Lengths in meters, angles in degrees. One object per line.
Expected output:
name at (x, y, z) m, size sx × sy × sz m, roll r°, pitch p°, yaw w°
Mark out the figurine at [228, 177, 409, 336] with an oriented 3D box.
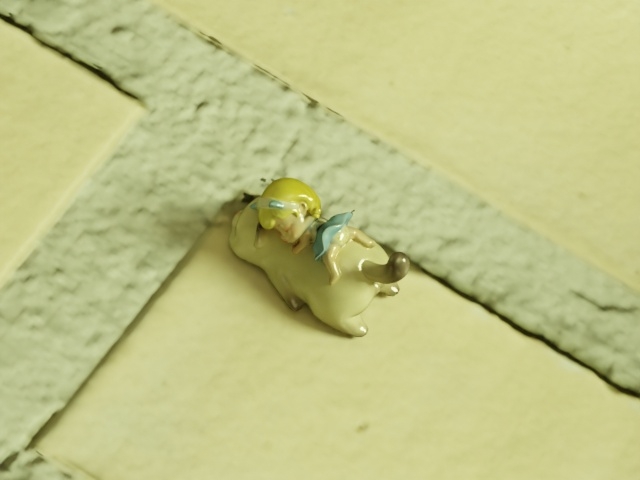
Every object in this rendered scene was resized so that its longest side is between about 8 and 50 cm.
figurine at (0.000, 0.000, 0.814) m, size 0.083 × 0.050 × 0.047 m, roll 29°, pitch 52°, yaw 8°
